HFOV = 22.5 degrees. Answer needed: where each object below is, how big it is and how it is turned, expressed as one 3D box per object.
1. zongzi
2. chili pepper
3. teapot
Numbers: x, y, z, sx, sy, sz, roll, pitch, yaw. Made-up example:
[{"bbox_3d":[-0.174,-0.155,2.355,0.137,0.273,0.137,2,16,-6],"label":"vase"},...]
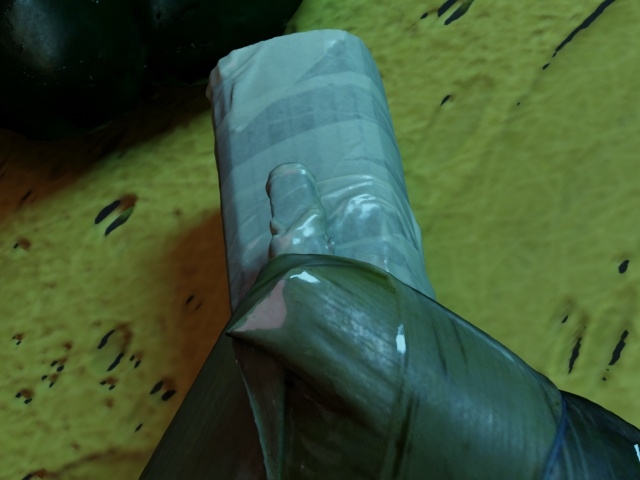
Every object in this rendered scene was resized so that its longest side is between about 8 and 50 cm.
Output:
[{"bbox_3d":[0.037,0.145,0.479,0.221,0.242,0.112,-59,9,5],"label":"zongzi"},{"bbox_3d":[-0.124,-0.199,0.741,0.248,0.257,0.233,24,49,39],"label":"chili pepper"},{"bbox_3d":[0.000,0.000,0.600,0.077,0.107,0.200,-12,46,3],"label":"teapot"}]
